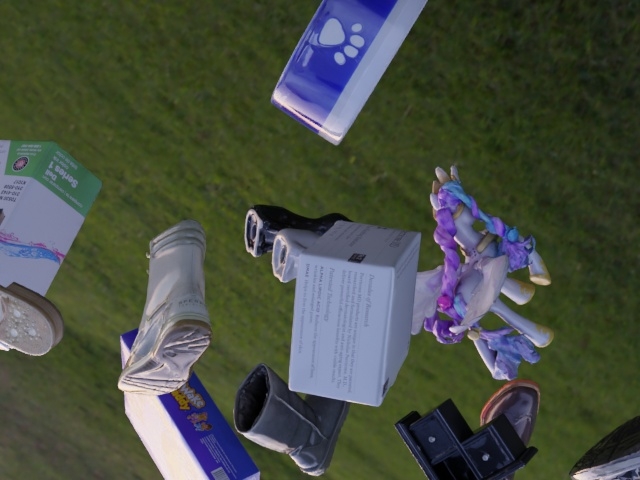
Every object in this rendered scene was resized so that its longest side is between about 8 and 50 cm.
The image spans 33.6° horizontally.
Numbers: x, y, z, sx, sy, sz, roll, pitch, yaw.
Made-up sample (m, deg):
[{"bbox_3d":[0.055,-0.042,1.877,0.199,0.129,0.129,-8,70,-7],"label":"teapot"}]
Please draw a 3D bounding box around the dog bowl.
[{"bbox_3d":[0.046,-0.258,1.334,0.104,0.265,0.265,31,151,-3],"label":"dog bowl"}]

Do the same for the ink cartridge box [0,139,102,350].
[{"bbox_3d":[-0.471,-0.001,1.523,0.201,0.278,0.117,5,152,38],"label":"ink cartridge box"}]

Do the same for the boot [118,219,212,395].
[{"bbox_3d":[-0.194,0.088,1.320,0.077,0.165,0.213,11,144,-26],"label":"boot"}]

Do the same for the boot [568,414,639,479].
[{"bbox_3d":[0.351,0.243,0.967,0.179,0.085,0.236,52,145,1],"label":"boot"}]

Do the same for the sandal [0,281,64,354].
[{"bbox_3d":[-0.377,0.065,1.050,0.240,0.079,0.088,18,117,15],"label":"sandal"}]

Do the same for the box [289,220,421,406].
[{"bbox_3d":[0.046,0.086,1.325,0.119,0.181,0.182,9,106,13],"label":"box"}]

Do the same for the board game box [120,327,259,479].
[{"bbox_3d":[-0.228,0.338,1.801,0.347,0.078,0.233,50,149,33],"label":"board game box"}]

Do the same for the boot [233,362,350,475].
[{"bbox_3d":[-0.041,0.230,1.540,0.076,0.190,0.208,-13,141,32],"label":"boot"}]

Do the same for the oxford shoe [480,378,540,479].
[{"bbox_3d":[0.314,0.354,1.795,0.096,0.098,0.271,9,122,-8],"label":"oxford shoe"}]

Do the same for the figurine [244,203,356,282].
[{"bbox_3d":[0.000,0.000,1.876,0.215,0.209,0.092,-142,53,-58],"label":"figurine"}]

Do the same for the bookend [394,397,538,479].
[{"bbox_3d":[0.228,0.311,1.663,0.157,0.072,0.156,-37,81,28],"label":"bookend"}]

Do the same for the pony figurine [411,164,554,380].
[{"bbox_3d":[0.272,0.087,1.905,0.302,0.351,0.363,-12,132,43],"label":"pony figurine"}]
